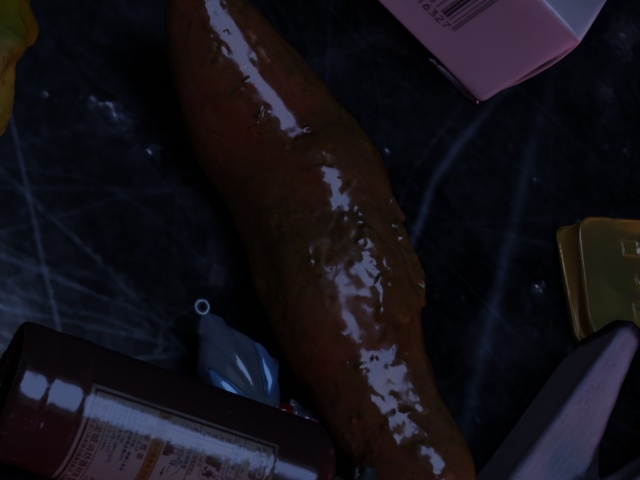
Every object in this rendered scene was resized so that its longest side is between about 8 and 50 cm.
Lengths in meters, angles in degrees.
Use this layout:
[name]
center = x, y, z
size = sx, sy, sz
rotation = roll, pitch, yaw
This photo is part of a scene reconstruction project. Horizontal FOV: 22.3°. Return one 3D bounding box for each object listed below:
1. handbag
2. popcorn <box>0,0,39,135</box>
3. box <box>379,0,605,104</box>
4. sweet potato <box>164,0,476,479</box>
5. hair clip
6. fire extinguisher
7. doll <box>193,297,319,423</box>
[handbag]
center = 0.188, 0.028, 1.062
size = 0.061, 0.027, 0.083
rotation = 0, 75, -33
[popcorn]
center = -0.282, -0.087, 0.652
size = 0.312, 0.312, 0.312
rotation = 12, 67, -29
[box]
center = 0.073, -0.267, 1.046
size = 0.299, 0.106, 0.200
rotation = 44, 53, -14
[sweet potato]
center = 0.001, -0.004, 0.913
size = 0.354, 0.095, 0.106
rotation = 65, 9, 2
[hair clip]
center = 0.116, 0.182, 0.921
size = 0.101, 0.085, 0.331
rotation = 49, 56, -6
[fire extinguisher]
center = -0.062, 0.121, 0.837
size = 0.231, 0.099, 0.071
rotation = 23, 28, -19
[doll]
center = -0.042, 0.083, 0.886
size = 0.057, 0.039, 0.114
rotation = -27, 100, 2
